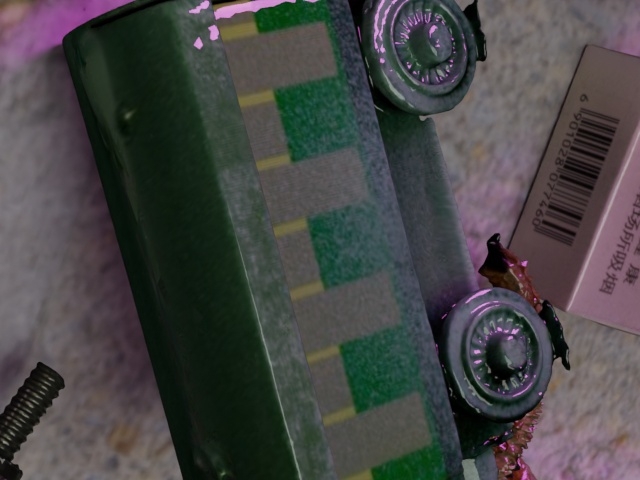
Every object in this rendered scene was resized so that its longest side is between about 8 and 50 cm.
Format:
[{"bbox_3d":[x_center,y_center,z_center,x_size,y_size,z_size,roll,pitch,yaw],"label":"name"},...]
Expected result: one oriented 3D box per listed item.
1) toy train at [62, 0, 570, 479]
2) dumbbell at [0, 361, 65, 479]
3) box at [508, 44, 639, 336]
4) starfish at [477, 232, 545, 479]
[{"bbox_3d":[0.000,0.000,0.793,0.202,0.120,0.300,-17,94,-36],"label":"toy train"},{"bbox_3d":[-0.204,0.166,0.764,0.110,0.110,0.254,45,72,-39],"label":"dumbbell"},{"bbox_3d":[0.251,-0.013,1.060,0.256,0.069,0.164,16,97,-40],"label":"box"},{"bbox_3d":[0.036,0.162,0.941,0.312,0.113,0.303,-44,131,-27],"label":"starfish"}]
